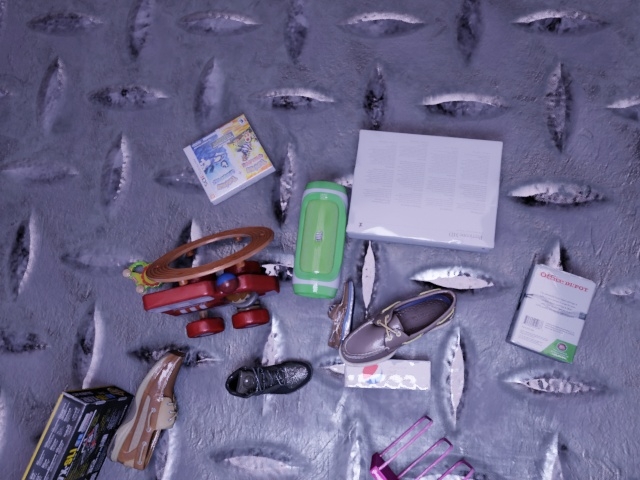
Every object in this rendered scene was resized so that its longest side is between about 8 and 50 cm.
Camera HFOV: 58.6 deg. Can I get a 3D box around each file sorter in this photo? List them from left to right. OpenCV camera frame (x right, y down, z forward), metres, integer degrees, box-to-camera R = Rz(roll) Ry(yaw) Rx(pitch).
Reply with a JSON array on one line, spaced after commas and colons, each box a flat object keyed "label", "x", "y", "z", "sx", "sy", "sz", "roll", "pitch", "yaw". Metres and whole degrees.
[{"label": "file sorter", "x": 0.277, "y": 0.577, "z": 1.318, "sx": 0.182, "sy": 0.202, "sz": 0.290, "roll": -40, "pitch": 77, "yaw": -3}]

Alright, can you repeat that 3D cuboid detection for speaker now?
[{"label": "speaker", "x": 0.000, "y": 0.000, "z": 1.507, "sx": 0.131, "sy": 0.131, "sz": 0.296, "roll": 5, "pitch": 79, "yaw": 8}]

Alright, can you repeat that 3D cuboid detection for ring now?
[{"label": "ring", "x": -0.276, "y": 0.038, "z": 1.452, "sx": 0.337, "sy": 0.336, "sz": 0.032, "roll": -15, "pitch": 106, "yaw": 4}]

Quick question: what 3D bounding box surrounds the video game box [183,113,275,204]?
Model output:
[{"label": "video game box", "x": -0.261, "y": -0.230, "z": 1.627, "sx": 0.205, "sy": 0.048, "sz": 0.187, "roll": -30, "pitch": 79, "yaw": 1}]

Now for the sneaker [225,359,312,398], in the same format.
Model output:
[{"label": "sneaker", "x": -0.135, "y": 0.356, "z": 1.453, "sx": 0.228, "sy": 0.130, "sz": 0.087, "roll": -7, "pitch": 80, "yaw": 4}]

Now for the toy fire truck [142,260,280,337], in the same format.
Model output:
[{"label": "toy fire truck", "x": -0.263, "y": 0.141, "z": 1.446, "sx": 0.302, "sy": 0.254, "sz": 0.169, "roll": -12, "pitch": 78, "yaw": 5}]

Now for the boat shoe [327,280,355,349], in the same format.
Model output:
[{"label": "boat shoe", "x": 0.052, "y": 0.194, "z": 1.492, "sx": 0.066, "sy": 0.066, "sz": 0.183, "roll": 6, "pitch": 80, "yaw": 10}]

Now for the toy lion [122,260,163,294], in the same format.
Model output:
[{"label": "toy lion", "x": -0.487, "y": 0.097, "z": 1.600, "sx": 0.096, "sy": 0.034, "sz": 0.100, "roll": -42, "pitch": 76, "yaw": -9}]

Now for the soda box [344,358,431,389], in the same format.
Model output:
[{"label": "soda box", "x": 0.169, "y": 0.338, "z": 1.447, "sx": 0.216, "sy": 0.069, "sz": 0.073, "roll": 0, "pitch": 79, "yaw": 8}]

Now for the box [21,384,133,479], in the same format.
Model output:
[{"label": "box", "x": -0.611, "y": 0.528, "z": 1.413, "sx": 0.079, "sy": 0.257, "sz": 0.322, "roll": 21, "pitch": 83, "yaw": 12}]

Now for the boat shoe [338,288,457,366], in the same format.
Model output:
[{"label": "boat shoe", "x": 0.193, "y": 0.211, "z": 1.420, "sx": 0.324, "sy": 0.096, "sz": 0.116, "roll": -22, "pitch": 63, "yaw": -10}]

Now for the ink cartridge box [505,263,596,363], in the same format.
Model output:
[{"label": "ink cartridge box", "x": 0.569, "y": 0.180, "z": 1.417, "sx": 0.153, "sy": 0.087, "sz": 0.208, "roll": 20, "pitch": 83, "yaw": 11}]

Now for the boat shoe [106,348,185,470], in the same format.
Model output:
[{"label": "boat shoe", "x": -0.427, "y": 0.444, "z": 1.486, "sx": 0.120, "sy": 0.122, "sz": 0.324, "roll": 27, "pitch": 92, "yaw": 6}]

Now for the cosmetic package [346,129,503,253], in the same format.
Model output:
[{"label": "cosmetic package", "x": 0.273, "y": -0.130, "z": 1.513, "sx": 0.377, "sy": 0.097, "sz": 0.284, "roll": 7, "pitch": 78, "yaw": 9}]
